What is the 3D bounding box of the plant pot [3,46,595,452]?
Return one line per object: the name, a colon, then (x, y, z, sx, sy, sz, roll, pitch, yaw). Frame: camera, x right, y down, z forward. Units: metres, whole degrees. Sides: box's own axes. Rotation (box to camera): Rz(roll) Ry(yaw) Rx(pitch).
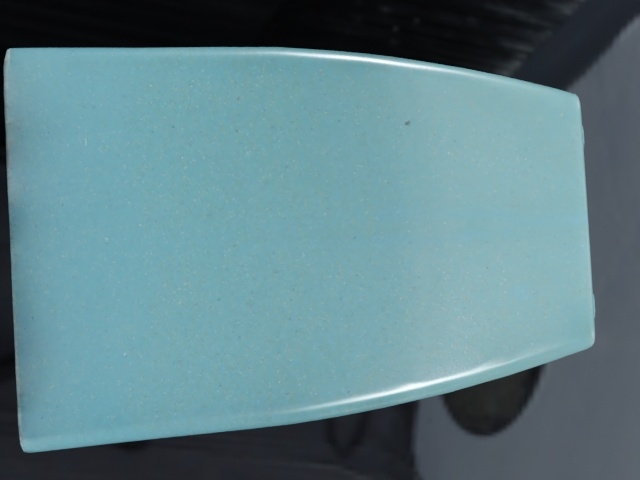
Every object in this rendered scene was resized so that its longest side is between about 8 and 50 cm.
plant pot: (0.000, 0.000, 0.673, 0.166, 0.234, 0.165, 22, -115, -82)
